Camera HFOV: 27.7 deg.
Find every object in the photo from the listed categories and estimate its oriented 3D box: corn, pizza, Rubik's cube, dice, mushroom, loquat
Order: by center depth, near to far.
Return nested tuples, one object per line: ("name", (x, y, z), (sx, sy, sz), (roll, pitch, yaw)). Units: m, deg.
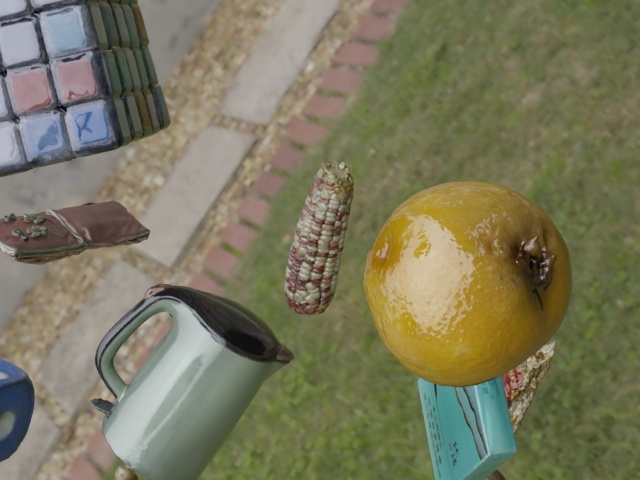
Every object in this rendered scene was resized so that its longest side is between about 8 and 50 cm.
("loquat", (0.145, 0.041, 1.274), (0.208, 0.208, 0.208), (-40, 30, 29))
("Rubik's cube", (-0.375, -0.229, 1.587), (0.293, 0.292, 0.287), (-11, 8, 6))
("corn", (0.000, 0.000, 1.773), (0.079, 0.079, 0.237), (-95, 15, -52))
("pizza", (0.275, 0.203, 1.846), (0.188, 0.062, 0.199), (-66, 1, -52))
("dice", (-0.539, 0.258, 2.006), (0.146, 0.143, 0.146), (23, 104, 26))
("mushroom", (-0.228, 0.262, 2.030), (0.306, 0.043, 0.068), (-56, -7, 9))

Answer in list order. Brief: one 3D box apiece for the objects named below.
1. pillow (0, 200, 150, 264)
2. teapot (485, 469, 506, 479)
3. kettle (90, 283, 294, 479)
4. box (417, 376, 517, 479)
("pillow", (-0.368, -0.014, 1.875), (0.126, 0.232, 0.043), (36, 126, 40))
("teapot", (0.221, 0.361, 1.865), (0.085, 0.080, 0.110), (-31, 19, -14))
("kettle", (-0.201, 0.194, 1.843), (0.255, 0.240, 0.165), (-54, 13, 21))
("box", (0.171, 0.207, 1.558), (0.229, 0.041, 0.162), (112, 151, -65))
